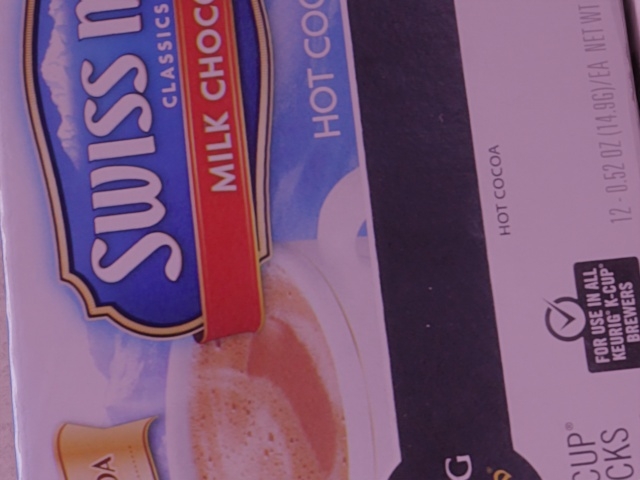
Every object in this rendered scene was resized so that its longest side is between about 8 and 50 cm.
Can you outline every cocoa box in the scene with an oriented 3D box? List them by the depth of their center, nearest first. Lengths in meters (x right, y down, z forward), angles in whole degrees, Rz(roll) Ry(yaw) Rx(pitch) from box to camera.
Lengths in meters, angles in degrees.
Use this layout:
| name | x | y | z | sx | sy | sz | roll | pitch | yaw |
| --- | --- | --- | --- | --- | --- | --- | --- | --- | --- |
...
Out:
| name | x | y | z | sx | sy | sz | roll | pitch | yaw |
| --- | --- | --- | --- | --- | --- | --- | --- | --- | --- |
| cocoa box | 0.000 | 0.000 | 0.552 | 0.231 | 0.228 | 0.347 | 87 | 177 | -81 |
